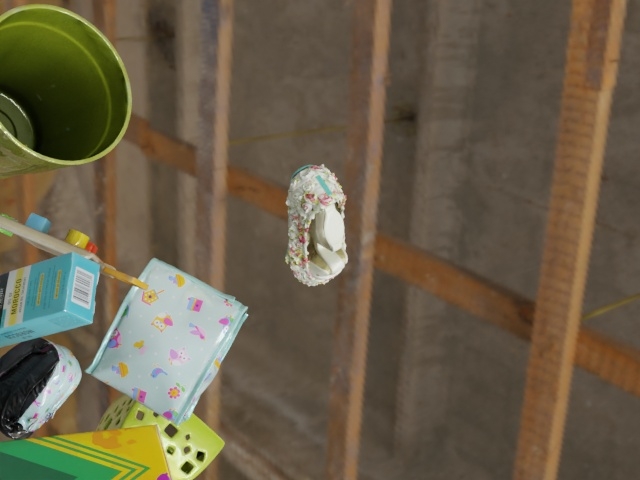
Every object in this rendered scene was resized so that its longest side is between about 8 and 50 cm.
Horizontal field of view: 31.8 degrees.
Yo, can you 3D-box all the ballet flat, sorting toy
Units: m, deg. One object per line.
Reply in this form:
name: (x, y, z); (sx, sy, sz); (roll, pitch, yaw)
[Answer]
ballet flat: (0.000, 0.000, 1.492); (0.077, 0.091, 0.241); (47, -20, 33)
sorting toy: (-0.447, 0.002, 1.935); (0.348, 0.196, 0.047); (22, -98, 7)

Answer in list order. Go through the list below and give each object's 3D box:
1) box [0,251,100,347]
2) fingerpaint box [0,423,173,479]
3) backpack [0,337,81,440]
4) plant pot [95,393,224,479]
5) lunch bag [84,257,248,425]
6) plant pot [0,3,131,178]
box: (-0.452, 0.096, 1.735); (0.244, 0.060, 0.100); (-16, -121, 32)
fingerpaint box: (-0.449, 0.475, 1.687); (0.444, 0.371, 0.163); (114, -36, -43)
backpack: (-0.542, 0.269, 2.103); (0.152, 0.115, 0.182); (39, -93, 27)
plant pot: (-0.382, 0.465, 2.419); (0.227, 0.207, 0.228); (43, -38, -10)
lunch bag: (-0.291, 0.190, 2.172); (0.223, 0.160, 0.262); (29, -92, 4)
plant pot: (-0.681, -0.299, 2.554); (0.353, 0.366, 0.366); (-20, -94, 46)
